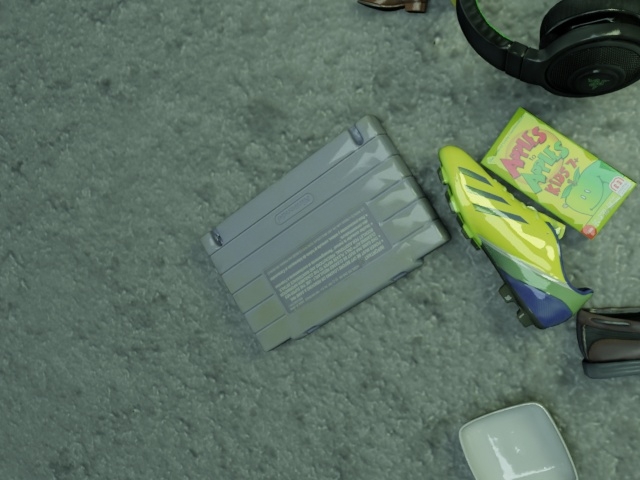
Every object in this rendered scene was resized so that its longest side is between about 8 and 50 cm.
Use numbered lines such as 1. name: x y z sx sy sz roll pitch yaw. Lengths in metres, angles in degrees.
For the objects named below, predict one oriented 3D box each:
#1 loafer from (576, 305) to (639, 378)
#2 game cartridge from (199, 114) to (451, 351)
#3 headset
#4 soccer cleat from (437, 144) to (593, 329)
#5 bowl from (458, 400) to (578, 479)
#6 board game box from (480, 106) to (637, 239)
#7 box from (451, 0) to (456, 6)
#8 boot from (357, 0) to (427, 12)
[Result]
1. loafer: 0.475 0.104 0.895 0.302 0.109 0.095 -17 86 27
2. game cartridge: 0.000 0.000 1.107 0.355 0.068 0.230 -33 87 23
3. headset: 0.357 -0.264 0.864 0.394 0.185 0.243 27 78 19
4. soccer cleat: 0.263 -0.017 0.980 0.121 0.093 0.289 -32 85 13
5. bowl: 0.286 0.304 1.027 0.142 0.053 0.142 -26 86 23
6. board game box: 0.320 -0.092 0.964 0.181 0.043 0.092 38 110 14
7. box: 0.162 -0.439 0.962 0.087 0.058 0.232 -29 84 -7
8. boot: 0.111 -0.388 1.019 0.106 0.037 0.114 9 102 13
